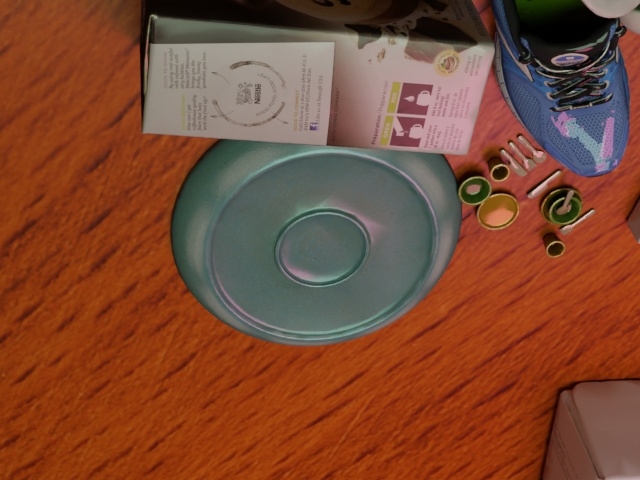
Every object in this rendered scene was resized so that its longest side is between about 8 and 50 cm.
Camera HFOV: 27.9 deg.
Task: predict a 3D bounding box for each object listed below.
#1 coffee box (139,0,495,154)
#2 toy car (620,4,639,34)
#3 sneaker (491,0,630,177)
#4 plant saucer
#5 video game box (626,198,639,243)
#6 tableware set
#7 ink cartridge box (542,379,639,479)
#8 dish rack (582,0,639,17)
[{"bbox_3d":[-0.013,-0.176,1.164,0.297,0.168,0.119,2,126,-11],"label":"coffee box"},{"bbox_3d":[0.357,-0.255,1.183,0.182,0.136,0.159,-4,127,-6],"label":"toy car"},{"bbox_3d":[0.219,-0.182,1.204,0.129,0.147,0.330,-18,126,13],"label":"sneaker"},{"bbox_3d":[0.000,0.000,1.374,0.317,0.044,0.318,-5,127,-6],"label":"plant saucer"},{"bbox_3d":[0.462,-0.068,1.394,0.187,0.048,0.205,10,124,-19],"label":"video game box"},{"bbox_3d":[0.223,-0.037,1.390,0.104,0.024,0.154,-39,123,16],"label":"tableware set"},{"bbox_3d":[0.432,0.375,1.639,0.285,0.166,0.395,-3,126,-7],"label":"ink cartridge box"},{"bbox_3d":[0.222,-0.378,1.031,0.285,0.072,0.333,-44,121,-23],"label":"dish rack"}]
